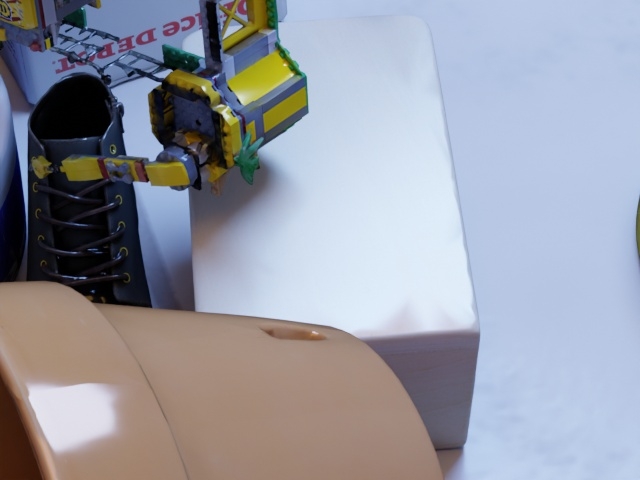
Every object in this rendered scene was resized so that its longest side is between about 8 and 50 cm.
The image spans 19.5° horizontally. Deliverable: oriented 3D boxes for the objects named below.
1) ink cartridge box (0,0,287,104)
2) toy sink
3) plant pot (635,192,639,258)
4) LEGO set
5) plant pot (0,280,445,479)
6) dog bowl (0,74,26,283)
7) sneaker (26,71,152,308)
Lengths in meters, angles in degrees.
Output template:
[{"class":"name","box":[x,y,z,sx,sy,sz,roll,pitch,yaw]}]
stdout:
[{"class":"ink cartridge box","box":[-0.136,-0.246,1.217,0.197,0.273,0.114,-21,48,-17]},{"class":"toy sink","box":[0.000,0.000,1.092,0.153,0.131,0.234,-5,54,-4]},{"class":"plant pot","box":[0.323,-0.072,1.080,0.254,0.239,0.254,0,48,0]},{"class":"LEGO set","box":[-0.176,-0.139,0.980,0.331,0.255,0.192,30,46,26]},{"class":"plant pot","box":[-0.070,0.152,0.879,0.203,0.291,0.291,-8,47,-28]},{"class":"dog bowl","box":[-0.315,-0.029,1.137,0.265,0.104,0.265,0,48,1]},{"class":"sneaker","box":[-0.143,0.011,1.090,0.083,0.118,0.222,-7,49,-6]}]
